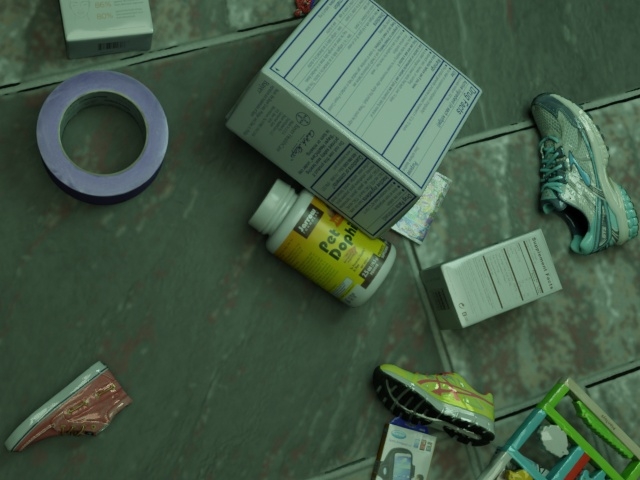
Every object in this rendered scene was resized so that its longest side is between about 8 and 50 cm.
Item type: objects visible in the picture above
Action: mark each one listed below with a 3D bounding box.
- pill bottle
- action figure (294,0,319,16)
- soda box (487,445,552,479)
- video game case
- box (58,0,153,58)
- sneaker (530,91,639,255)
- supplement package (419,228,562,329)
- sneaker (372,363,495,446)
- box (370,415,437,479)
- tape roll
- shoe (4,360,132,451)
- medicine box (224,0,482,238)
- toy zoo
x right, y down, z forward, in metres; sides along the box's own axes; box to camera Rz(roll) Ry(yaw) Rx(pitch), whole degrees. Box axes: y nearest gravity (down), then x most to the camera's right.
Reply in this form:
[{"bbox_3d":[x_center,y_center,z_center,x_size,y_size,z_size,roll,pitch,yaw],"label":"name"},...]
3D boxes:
[{"bbox_3d":[0.000,0.000,1.487,0.215,0.117,0.117,34,77,-6],"label":"pill bottle"},{"bbox_3d":[-0.006,-0.405,1.586,0.038,0.030,0.115,40,78,-10],"label":"action figure"},{"bbox_3d":[0.351,0.397,1.545,0.183,0.058,0.063,31,77,-8],"label":"soda box"},{"bbox_3d":[0.150,-0.065,1.584,0.087,0.011,0.122,29,78,-8],"label":"video game case"},{"bbox_3d":[-0.330,-0.374,1.475,0.130,0.091,0.170,-8,85,-13],"label":"box"},{"bbox_3d":[0.408,-0.106,1.600,0.122,0.110,0.283,-28,89,-11],"label":"sneaker"},{"bbox_3d":[0.267,0.062,1.546,0.179,0.105,0.105,-19,87,-15],"label":"supplement package"},{"bbox_3d":[0.179,0.238,1.525,0.208,0.081,0.094,27,50,-4],"label":"sneaker"},{"bbox_3d":[0.128,0.344,1.518,0.081,0.028,0.136,17,81,-10],"label":"box"},{"bbox_3d":[-0.322,-0.151,1.454,0.189,0.080,0.189,1,83,-12],"label":"tape roll"},{"bbox_3d":[-0.357,0.258,1.400,0.178,0.063,0.081,-40,88,-19],"label":"shoe"},{"bbox_3d":[0.055,-0.199,1.463,0.289,0.149,0.263,38,52,-6],"label":"medicine box"},{"bbox_3d":[0.352,0.380,1.501,0.192,0.030,0.293,45,74,-3],"label":"toy zoo"}]
